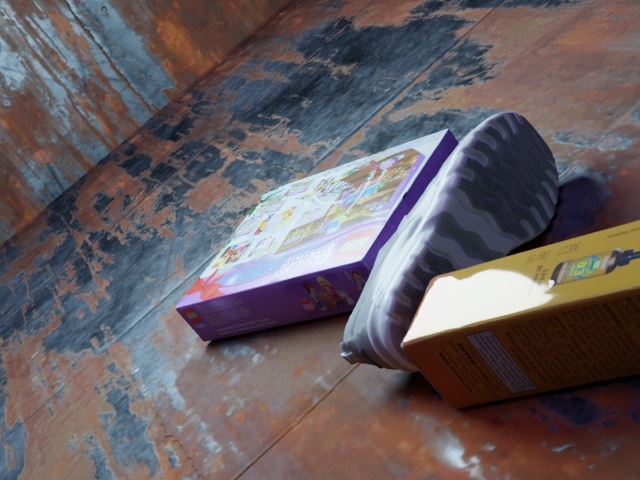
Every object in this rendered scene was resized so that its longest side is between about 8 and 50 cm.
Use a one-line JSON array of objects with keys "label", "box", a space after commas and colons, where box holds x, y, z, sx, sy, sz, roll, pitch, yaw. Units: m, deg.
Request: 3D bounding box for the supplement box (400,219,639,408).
[{"label": "supplement box", "box": [0.171, 0.048, 0.730, 0.233, 0.080, 0.078, -21, 28, 43]}]

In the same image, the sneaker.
[{"label": "sneaker", "box": [0.101, -0.006, 0.919, 0.115, 0.105, 0.281, -20, 24, 54]}]

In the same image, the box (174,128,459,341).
[{"label": "box", "box": [0.000, 0.000, 1.138, 0.293, 0.057, 0.201, -16, 30, 46]}]
